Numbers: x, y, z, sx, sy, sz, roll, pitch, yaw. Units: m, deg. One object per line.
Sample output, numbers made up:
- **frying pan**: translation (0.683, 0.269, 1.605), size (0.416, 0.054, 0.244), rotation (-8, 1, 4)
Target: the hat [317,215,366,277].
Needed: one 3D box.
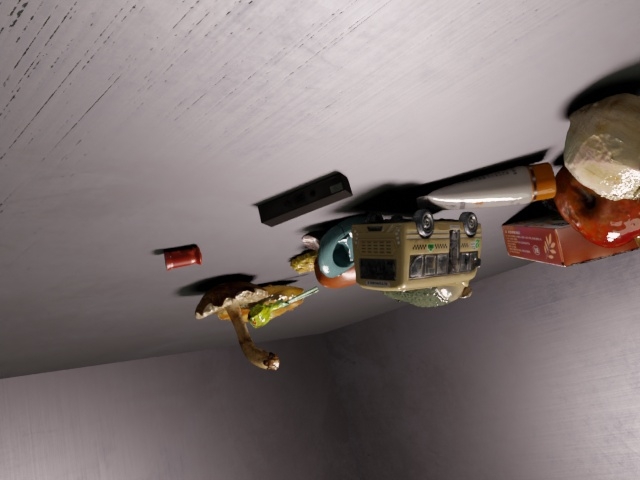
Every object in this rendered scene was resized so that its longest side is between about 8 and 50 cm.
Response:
- **hat**: translation (0.061, 0.007, 1.356), size (0.191, 0.078, 0.138), rotation (-37, 132, -7)

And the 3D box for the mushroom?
- **mushroom**: translation (-0.269, 0.254, 1.605), size (0.233, 0.301, 0.208), rotation (-29, 136, 26)

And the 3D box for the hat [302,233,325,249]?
- **hat**: translation (-0.002, -0.002, 1.389), size (0.087, 0.042, 0.058), rotation (25, 147, -11)

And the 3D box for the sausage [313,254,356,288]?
- **sausage**: translation (0.106, 0.051, 1.473), size (0.259, 0.133, 0.133), rotation (-23, 165, -1)

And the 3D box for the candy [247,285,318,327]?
- **candy**: translation (-0.127, 0.214, 1.787), size (0.262, 0.073, 0.077), rotation (-23, -158, -16)

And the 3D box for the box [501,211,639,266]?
- **box**: translation (0.827, -0.029, 1.677), size (0.345, 0.122, 0.385), rotation (-14, -176, -3)

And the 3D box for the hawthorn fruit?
- **hawthorn fruit**: translation (0.695, -0.108, 1.244), size (0.258, 0.261, 0.258), rotation (-40, -168, 10)

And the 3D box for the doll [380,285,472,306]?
- **doll**: translation (0.336, 0.114, 1.740), size (0.248, 0.247, 0.350), rotation (0, 172, -42)

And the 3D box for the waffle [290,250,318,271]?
- **waffle**: translation (0.003, 0.057, 1.593), size (0.191, 0.038, 0.191), rotation (-12, 164, -4)

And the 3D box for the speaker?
- **speaker**: translation (-0.033, -0.079, 1.060), size (0.191, 0.040, 0.046), rotation (-20, 163, 20)

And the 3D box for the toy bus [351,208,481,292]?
- **toy bus**: translation (0.250, 0.025, 1.314), size (0.366, 0.201, 0.177), rotation (-1, -179, -44)

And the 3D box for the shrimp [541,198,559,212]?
- **shrimp**: translation (0.752, -0.103, 1.628), size (0.174, 0.076, 0.082), rotation (-5, 145, -36)

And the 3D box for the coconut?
- **coconut**: translation (0.547, -0.181, 0.980), size (0.195, 0.194, 0.194), rotation (-13, 165, -4)

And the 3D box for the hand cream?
- **hand cream**: translation (0.381, -0.118, 1.241), size (0.315, 0.089, 0.140), rotation (-8, 171, 13)

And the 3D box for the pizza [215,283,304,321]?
- **pizza**: translation (-0.222, 0.228, 1.882), size (0.336, 0.086, 0.226), rotation (-11, 151, -13)

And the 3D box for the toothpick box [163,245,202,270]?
- **toothpick box**: translation (-0.318, 0.041, 1.221), size (0.084, 0.047, 0.047), rotation (-10, 165, -18)
